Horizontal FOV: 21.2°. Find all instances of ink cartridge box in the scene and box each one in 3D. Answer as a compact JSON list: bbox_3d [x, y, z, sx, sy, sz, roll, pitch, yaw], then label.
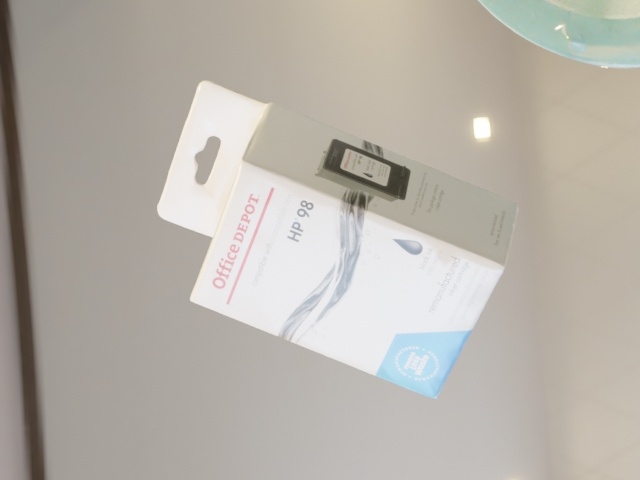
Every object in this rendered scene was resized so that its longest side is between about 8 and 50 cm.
[{"bbox_3d":[0.000,0.000,0.897,0.060,0.180,0.104,-70,2,-51],"label":"ink cartridge box"}]

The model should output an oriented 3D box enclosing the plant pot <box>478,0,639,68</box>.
[{"bbox_3d":[0.185,-0.217,0.831,0.255,0.272,0.271,-45,-51,-44],"label":"plant pot"}]
